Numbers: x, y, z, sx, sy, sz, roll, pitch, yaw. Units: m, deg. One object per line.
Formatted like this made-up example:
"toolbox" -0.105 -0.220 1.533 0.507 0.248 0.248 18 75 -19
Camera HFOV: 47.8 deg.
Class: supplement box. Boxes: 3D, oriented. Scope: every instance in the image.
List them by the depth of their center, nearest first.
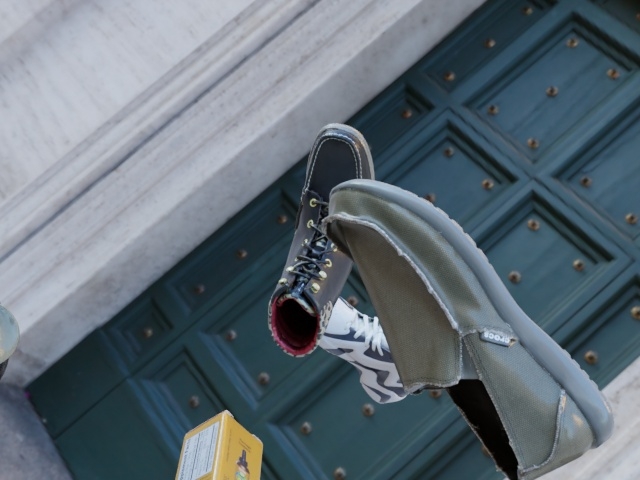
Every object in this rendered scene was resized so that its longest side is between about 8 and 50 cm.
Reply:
"supplement box" -0.125 0.314 0.840 0.078 0.080 0.233 49 22 -23

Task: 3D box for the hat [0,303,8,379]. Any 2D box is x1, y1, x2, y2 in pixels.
"hat" -0.613 0.172 1.034 0.331 0.331 0.134 52 -13 -32

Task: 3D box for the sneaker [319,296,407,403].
"sneaker" 0.089 0.142 1.095 0.153 0.094 0.235 -29 -79 40

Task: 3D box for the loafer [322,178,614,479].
"loafer" 0.084 0.062 0.490 0.251 0.087 0.094 46 -17 9

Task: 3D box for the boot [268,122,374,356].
"boot" 0.002 0.001 0.838 0.085 0.236 0.178 12 32 8

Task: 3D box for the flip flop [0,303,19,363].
"flip flop" -0.416 0.124 0.769 0.112 0.080 0.277 68 22 -2
